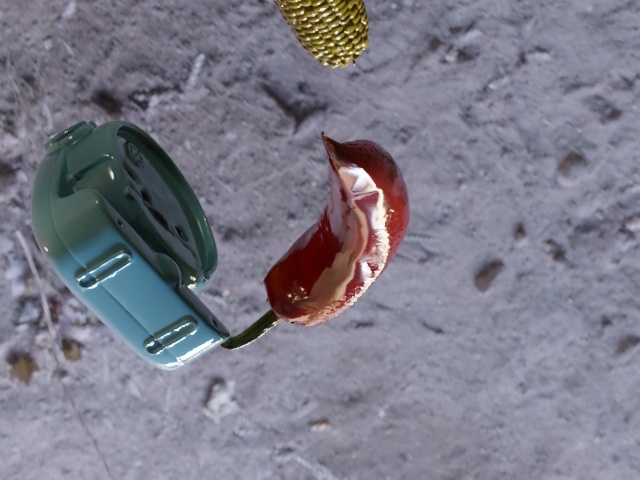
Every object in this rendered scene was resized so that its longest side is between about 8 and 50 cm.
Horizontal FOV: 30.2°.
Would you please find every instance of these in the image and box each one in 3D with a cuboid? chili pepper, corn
[{"bbox_3d":[0.007,-0.003,1.091,0.137,0.092,0.368,-7,150,-23],"label":"chili pepper"},{"bbox_3d":[-0.018,-0.268,1.104,0.091,0.091,0.260,1,143,26],"label":"corn"}]

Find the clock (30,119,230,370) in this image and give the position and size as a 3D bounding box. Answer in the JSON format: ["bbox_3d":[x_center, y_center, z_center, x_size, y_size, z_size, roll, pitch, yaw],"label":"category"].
[{"bbox_3d":[-0.188,-0.021,1.190,0.094,0.274,0.224,-29,128,13],"label":"clock"}]
